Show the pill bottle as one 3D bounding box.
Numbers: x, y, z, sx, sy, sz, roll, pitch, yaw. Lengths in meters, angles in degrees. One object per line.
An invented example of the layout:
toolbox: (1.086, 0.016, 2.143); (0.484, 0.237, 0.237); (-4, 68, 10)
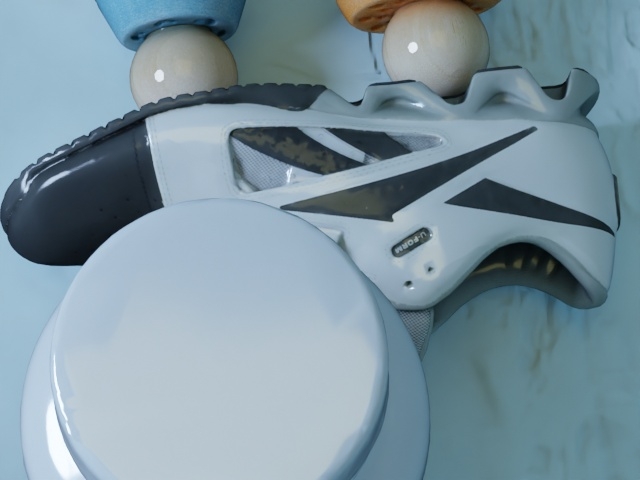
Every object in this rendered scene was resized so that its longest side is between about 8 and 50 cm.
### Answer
pill bottle: (-0.042, 0.094, 0.884); (0.176, 0.318, 0.176); (1, 71, -2)

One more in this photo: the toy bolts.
toy bolts: (-0.020, -0.151, 1.042); (0.229, 0.218, 0.158); (-11, 78, 13)

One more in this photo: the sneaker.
sneaker: (0.000, 0.000, 1.020); (0.331, 0.122, 0.146); (-7, 70, -5)
